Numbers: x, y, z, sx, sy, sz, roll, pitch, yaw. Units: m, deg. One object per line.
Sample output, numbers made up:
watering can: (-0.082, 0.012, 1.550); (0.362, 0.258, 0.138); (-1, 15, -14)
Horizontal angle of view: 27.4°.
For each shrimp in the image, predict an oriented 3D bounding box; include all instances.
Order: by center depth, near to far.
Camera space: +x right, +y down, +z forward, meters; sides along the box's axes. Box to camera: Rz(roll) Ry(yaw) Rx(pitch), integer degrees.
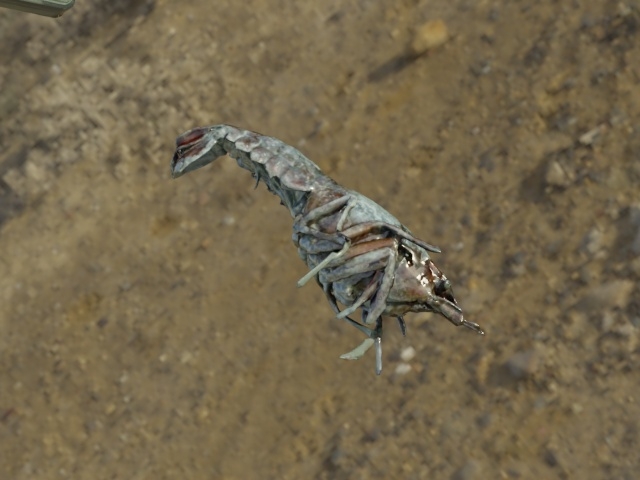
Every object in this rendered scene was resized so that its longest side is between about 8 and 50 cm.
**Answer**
shrimp: (0.005, -0.001, 1.518); (0.166, 0.410, 0.221); (-41, -9, -8)

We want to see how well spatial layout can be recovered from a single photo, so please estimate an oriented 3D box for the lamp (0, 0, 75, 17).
lamp: (-0.492, -0.464, 1.893); (0.047, 0.269, 0.266); (-30, 66, 41)
